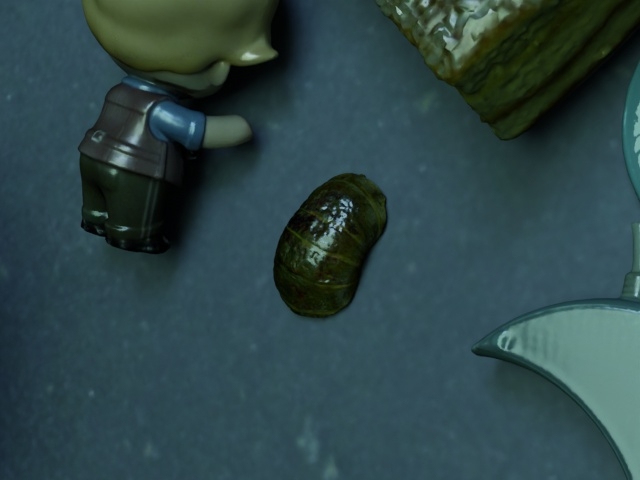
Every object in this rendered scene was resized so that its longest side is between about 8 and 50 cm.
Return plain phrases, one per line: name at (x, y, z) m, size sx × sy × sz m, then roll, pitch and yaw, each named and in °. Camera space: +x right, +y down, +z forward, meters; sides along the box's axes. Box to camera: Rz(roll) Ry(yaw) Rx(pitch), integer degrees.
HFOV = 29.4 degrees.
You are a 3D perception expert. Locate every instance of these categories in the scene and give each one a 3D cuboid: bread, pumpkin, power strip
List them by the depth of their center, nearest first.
power strip at (0.146, 0.099, 0.542) m, size 0.137 × 0.044 × 0.216 m, roll -18°, pitch 75°, yaw 25°
bread at (0.110, -0.191, 0.572) m, size 0.234 × 0.110 × 0.184 m, roll -45°, pitch 62°, yaw 14°
pumpkin at (0.000, 0.000, 0.646) m, size 0.050 × 0.028 × 0.083 m, roll 27°, pitch 92°, yaw 31°

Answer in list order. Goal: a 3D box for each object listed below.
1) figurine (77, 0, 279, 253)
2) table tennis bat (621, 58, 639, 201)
figurine at (-0.084, -0.091, 0.676) m, size 0.114 × 0.108 × 0.196 m, roll 26°, pitch 111°, yaw 53°
table tennis bat at (0.237, -0.085, 0.528) m, size 0.237 × 0.038 × 0.149 m, roll -49°, pitch 62°, yaw 18°
